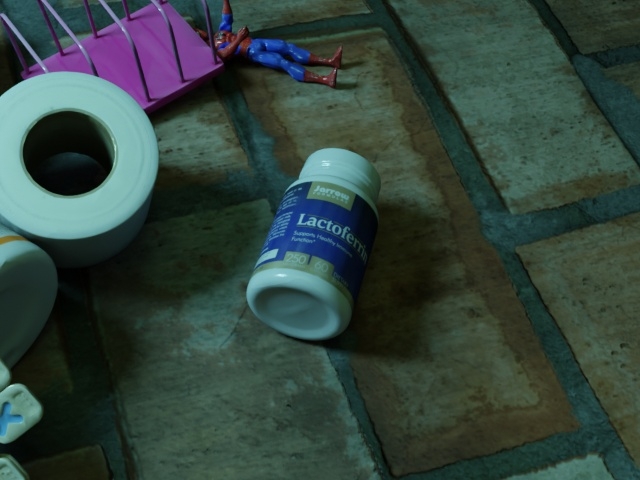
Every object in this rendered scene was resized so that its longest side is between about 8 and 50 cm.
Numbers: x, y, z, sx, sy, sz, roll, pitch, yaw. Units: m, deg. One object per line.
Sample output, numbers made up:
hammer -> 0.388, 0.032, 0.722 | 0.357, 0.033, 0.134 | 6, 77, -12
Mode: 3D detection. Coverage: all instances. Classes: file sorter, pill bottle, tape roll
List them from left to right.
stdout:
pill bottle -> -0.571, 0.018, 1.200 | 0.392, 0.224, 0.224 | 29, 56, 15
tape roll -> -0.359, -0.096, 1.294 | 0.246, 0.169, 0.246 | 4, 74, -14
file sorter -> -0.341, -0.330, 1.480 | 0.290, 0.182, 0.202 | -33, 64, -16
pill bottle -> 0.000, 0.000, 1.323 | 0.153, 0.153, 0.265 | 15, 54, 4

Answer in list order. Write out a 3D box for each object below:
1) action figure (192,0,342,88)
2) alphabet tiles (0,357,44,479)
action figure -> -0.102, -0.362, 1.590 | 0.280, 0.139, 0.091 | 10, 52, 3
alphabet tiles -> -0.482, 0.225, 1.058 | 0.278, 0.021, 0.284 | -37, 102, 3
